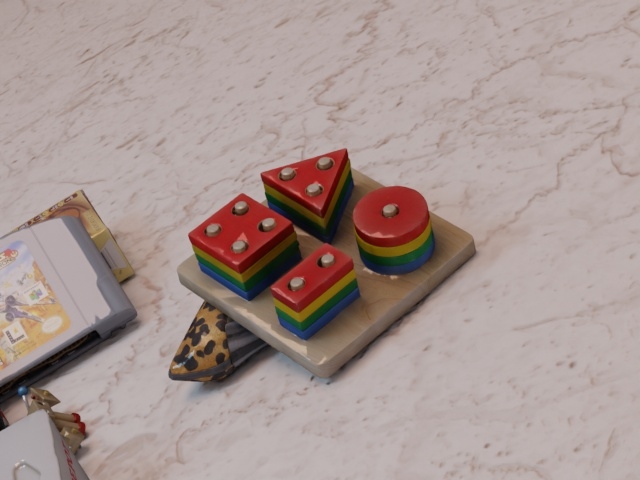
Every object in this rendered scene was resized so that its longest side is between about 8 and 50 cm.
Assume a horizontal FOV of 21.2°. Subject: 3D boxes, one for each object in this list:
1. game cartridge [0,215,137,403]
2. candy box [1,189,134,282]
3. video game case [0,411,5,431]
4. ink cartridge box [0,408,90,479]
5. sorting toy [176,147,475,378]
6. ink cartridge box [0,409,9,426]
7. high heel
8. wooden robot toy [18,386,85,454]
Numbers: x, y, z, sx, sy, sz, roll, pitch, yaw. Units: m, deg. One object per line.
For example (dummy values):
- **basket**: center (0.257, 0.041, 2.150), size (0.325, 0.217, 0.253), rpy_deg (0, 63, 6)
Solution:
- **game cartridge**: center (-0.412, 0.099, 2.231), size (0.297, 0.062, 0.198), rpy_deg (-32, 67, -7)
- **candy box**: center (-0.430, 0.067, 2.374), size (0.316, 0.087, 0.183), rpy_deg (-31, 26, -8)
- **video game case**: center (-0.449, 0.269, 1.868), size (0.275, 0.248, 0.035), rpy_deg (-14, 3, 26)
- **ink cartridge box**: center (-0.203, 0.330, 1.445), size (0.129, 0.307, 0.223), rpy_deg (-29, 26, -3)
- **sorting toy**: center (0.000, 0.000, 1.988), size (0.255, 0.089, 0.257), rpy_deg (-38, 48, -25)
- **ink cartridge box**: center (-0.467, 0.195, 2.129), size (0.099, 0.135, 0.056), rpy_deg (-31, -15, -8)
- **high heel**: center (-0.144, 0.073, 2.081), size (0.186, 0.093, 0.261), rpy_deg (-29, 35, -16)
- **wooden robot toy**: center (-0.327, 0.239, 2.026), size (0.079, 0.076, 0.173), rpy_deg (-63, 26, 9)
